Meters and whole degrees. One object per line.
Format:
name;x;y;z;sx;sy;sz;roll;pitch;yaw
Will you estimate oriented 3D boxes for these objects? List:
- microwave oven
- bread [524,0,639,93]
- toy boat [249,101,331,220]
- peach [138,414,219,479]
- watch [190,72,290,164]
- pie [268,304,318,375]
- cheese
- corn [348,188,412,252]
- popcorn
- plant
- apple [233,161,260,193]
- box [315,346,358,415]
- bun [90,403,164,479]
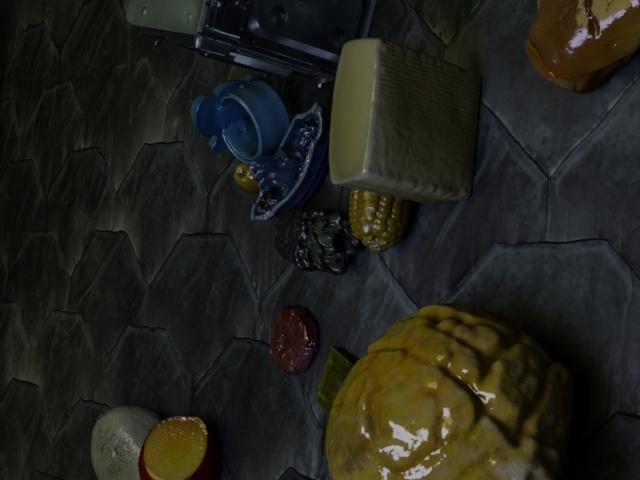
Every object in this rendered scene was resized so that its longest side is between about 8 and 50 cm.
microwave oven;-0.141;-0.469;1.756;0.333;0.394;0.247;26;103;49
bread;0.443;-0.369;1.252;0.344;0.149;0.195;-39;56;39
toy boat;-0.068;-0.159;1.820;0.309;0.142;0.129;-57;44;28
peach;-0.319;0.496;1.972;0.190;0.190;0.192;31;119;47
watch;-0.158;-0.261;1.932;0.193;0.211;0.211;36;112;34
pie;-0.060;0.211;1.833;0.153;0.038;0.153;-6;82;50
cheese;0.146;-0.198;1.482;0.124;0.265;0.242;-4;81;49
corn;0.119;-0.157;1.620;0.120;0.120;0.363;-3;82;49
popcorn;0.189;0.281;1.303;0.344;0.354;0.390;131;130;-58
plant;0.000;0.000;1.730;0.194;0.129;0.132;15;98;53
apple;-0.156;-0.146;1.973;0.084;0.071;0.084;-7;80;47
box;0.059;0.297;1.663;0.193;0.030;0.121;33;110;59
bun;-0.452;0.534;2.145;0.273;0.168;0.272;10;105;44
